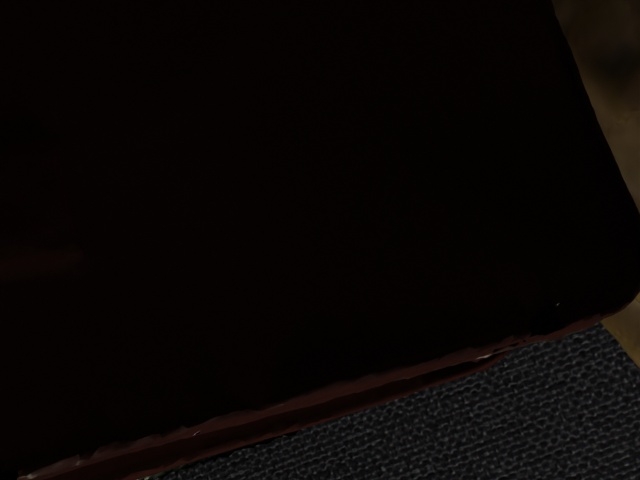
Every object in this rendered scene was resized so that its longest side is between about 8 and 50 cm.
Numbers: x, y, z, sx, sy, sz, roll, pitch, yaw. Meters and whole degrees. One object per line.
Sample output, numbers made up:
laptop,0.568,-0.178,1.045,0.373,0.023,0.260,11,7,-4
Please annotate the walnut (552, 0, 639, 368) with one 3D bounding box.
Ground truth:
walnut,0.281,-0.064,0.938,0.381,0.381,0.381,-20,171,-3

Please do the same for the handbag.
handbag,-0.049,-0.063,0.518,0.276,0.260,0.084,-11,169,-40
